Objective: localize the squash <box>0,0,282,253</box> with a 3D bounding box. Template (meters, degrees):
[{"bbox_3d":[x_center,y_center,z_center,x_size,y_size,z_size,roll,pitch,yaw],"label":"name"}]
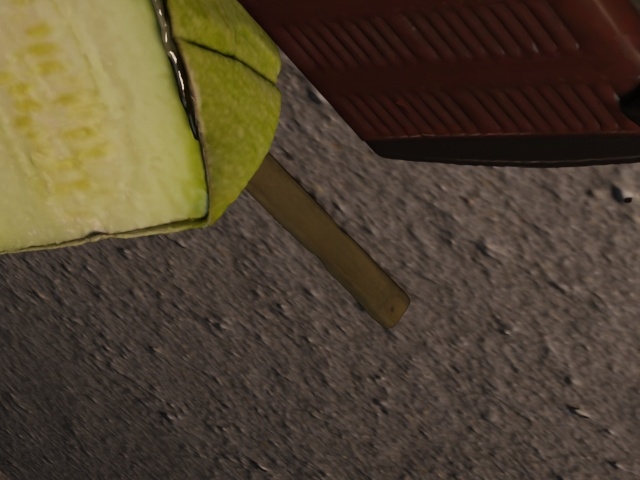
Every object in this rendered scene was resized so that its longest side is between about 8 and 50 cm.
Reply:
[{"bbox_3d":[-0.188,-0.166,0.940,0.233,0.210,0.309,-5,144,32],"label":"squash"}]

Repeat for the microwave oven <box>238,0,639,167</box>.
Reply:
[{"bbox_3d":[0.087,-0.162,0.583,0.188,0.247,0.178,46,155,-28],"label":"microwave oven"}]

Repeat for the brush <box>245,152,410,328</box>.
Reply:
[{"bbox_3d":[0.000,0.000,1.255,0.190,0.034,0.027,45,162,-29],"label":"brush"}]
